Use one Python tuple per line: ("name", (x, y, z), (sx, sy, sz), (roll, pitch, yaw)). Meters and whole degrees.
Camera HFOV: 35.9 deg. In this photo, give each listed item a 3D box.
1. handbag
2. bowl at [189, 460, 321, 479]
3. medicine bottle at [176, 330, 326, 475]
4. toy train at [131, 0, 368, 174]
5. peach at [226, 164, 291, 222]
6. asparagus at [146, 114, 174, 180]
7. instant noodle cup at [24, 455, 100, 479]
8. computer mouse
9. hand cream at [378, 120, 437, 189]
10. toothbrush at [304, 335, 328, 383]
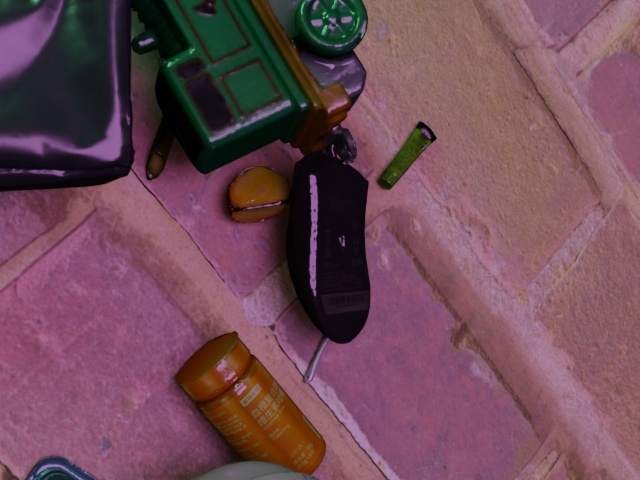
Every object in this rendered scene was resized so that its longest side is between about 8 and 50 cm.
("handbag", (-0.325, -0.196, 1.066), (0.275, 0.178, 0.301), (-1, 84, -16))
("bowl", (-0.105, 0.369, 1.133), (0.287, 0.144, 0.287), (-21, 127, -31))
("medicine bottle", (-0.083, 0.213, 1.221), (0.096, 0.096, 0.192), (-45, 108, -26))
("toy train", (-0.107, -0.256, 1.169), (0.249, 0.178, 0.429), (-30, 85, -15))
("peach", (-0.082, -0.053, 1.270), (0.077, 0.050, 0.083), (34, 59, -1))
("asparagus", (-0.183, -0.188, 1.236), (0.034, 0.027, 0.236), (13, 79, -15))
("instant noodle cup", (-0.288, 0.351, 1.103), (0.157, 0.070, 0.179), (40, 68, -20))
("computer mouse", (0.000, 0.000, 1.283), (0.147, 0.088, 0.264), (6, 86, -58))
("hand cream", (0.125, -0.121, 1.418), (0.036, 0.023, 0.122), (43, 64, -8))
("toothbrush", (0.016, 0.122, 1.338), (0.017, 0.014, 0.162), (40, 67, -38))
